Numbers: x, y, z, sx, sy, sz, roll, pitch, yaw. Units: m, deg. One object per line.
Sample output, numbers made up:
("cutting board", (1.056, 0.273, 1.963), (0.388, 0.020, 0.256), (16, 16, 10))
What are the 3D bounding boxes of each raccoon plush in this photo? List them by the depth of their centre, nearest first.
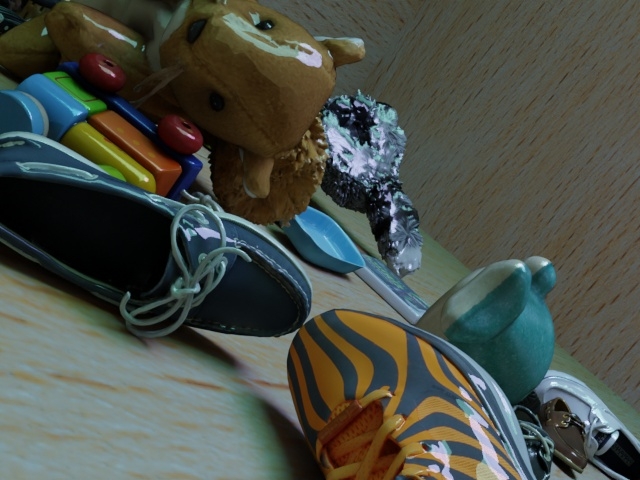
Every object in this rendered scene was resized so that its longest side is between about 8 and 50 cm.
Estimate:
("raccoon plush", (0.033, -0.110, 1.613), (0.216, 0.447, 0.299), (-3, -12, -26))

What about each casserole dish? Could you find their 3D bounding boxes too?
("casserole dish", (0.000, 0.000, 1.112), (0.114, 0.037, 0.188), (55, 17, 25))

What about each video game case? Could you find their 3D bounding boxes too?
("video game case", (0.126, 0.083, 1.286), (0.190, 0.022, 0.173), (42, 10, 27))

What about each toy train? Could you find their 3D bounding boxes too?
("toy train", (-0.154, -0.046, 0.613), (0.248, 0.105, 0.143), (39, 20, -1))

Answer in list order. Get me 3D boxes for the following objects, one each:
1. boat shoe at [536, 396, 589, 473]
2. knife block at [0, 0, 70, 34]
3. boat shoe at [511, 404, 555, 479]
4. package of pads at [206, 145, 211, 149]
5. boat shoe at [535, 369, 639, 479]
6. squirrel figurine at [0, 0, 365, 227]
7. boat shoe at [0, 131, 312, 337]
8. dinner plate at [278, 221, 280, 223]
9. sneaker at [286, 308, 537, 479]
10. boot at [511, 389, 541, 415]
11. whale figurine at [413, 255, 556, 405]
("boat shoe", (0.351, 0.275, 1.075), (0.064, 0.060, 0.178), (38, 9, -2))
("knife block", (-0.370, -0.301, 1.061), (0.275, 0.088, 0.242), (33, 11, -31))
("boat shoe", (0.192, 0.211, 0.739), (0.077, 0.070, 0.219), (39, 9, 7))
("package of pads", (-0.188, -0.241, 1.433), (0.229, 0.101, 0.296), (38, 8, 1))
("boat shoe", (0.444, 0.304, 1.186), (0.258, 0.095, 0.084), (36, 5, -6))
("squirrel figurine", (-0.103, -0.187, 0.840), (0.370, 0.281, 0.397), (31, -7, 38))
("boat shoe", (-0.109, 0.009, 0.494), (0.254, 0.095, 0.079), (32, 9, -25))
("dinner plate", (-0.063, -0.044, 1.200), (0.141, 0.017, 0.141), (36, 8, -6))
("sneaker", (0.041, 0.128, 0.389), (0.180, 0.125, 0.321), (30, 12, -45))
("boot", (0.262, 0.169, 1.162), (0.190, 0.076, 0.208), (60, 10, -15))
("whale figurine", (0.187, 0.108, 0.810), (0.141, 0.216, 0.272), (50, -7, 17))
